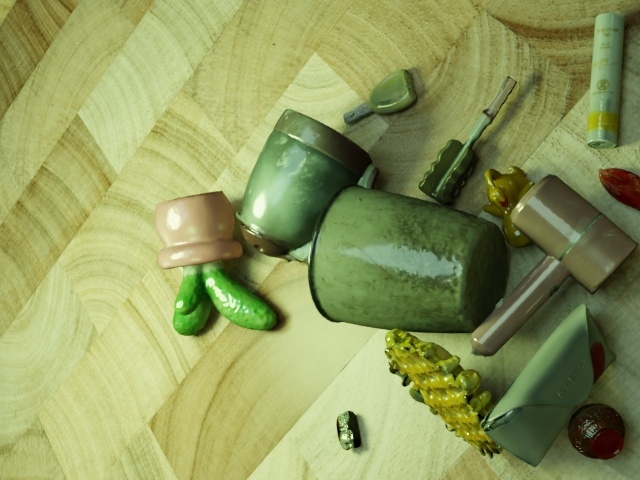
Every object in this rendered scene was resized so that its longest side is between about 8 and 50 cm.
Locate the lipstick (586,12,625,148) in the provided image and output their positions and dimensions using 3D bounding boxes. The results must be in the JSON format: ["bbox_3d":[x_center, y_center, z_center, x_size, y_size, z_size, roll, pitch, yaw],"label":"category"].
[{"bbox_3d":[0.555,-0.311,1.706,0.059,0.059,0.264,-1,78,37],"label":"lipstick"}]

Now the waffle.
[{"bbox_3d":[0.233,0.280,1.664,0.062,0.329,0.329,-41,51,-14],"label":"waffle"}]

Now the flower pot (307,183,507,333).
[{"bbox_3d":[0.185,0.052,1.762,0.330,0.293,0.294,11,84,31],"label":"flower pot"}]

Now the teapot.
[{"bbox_3d":[-0.022,-0.087,1.978,0.314,0.233,0.312,30,90,9],"label":"teapot"}]

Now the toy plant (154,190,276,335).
[{"bbox_3d":[-0.274,0.057,2.151,0.316,0.210,0.356,-10,84,33],"label":"toy plant"}]

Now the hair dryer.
[{"bbox_3d":[0.385,0.069,1.623,0.210,0.125,0.352,44,94,15],"label":"hair dryer"}]

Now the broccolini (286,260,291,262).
[{"bbox_3d":[-0.006,0.000,2.050,0.201,0.058,0.074,-14,76,35],"label":"broccolini"}]

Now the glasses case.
[{"bbox_3d":[0.417,0.251,1.535,0.308,0.128,0.083,-46,5,-22],"label":"glasses case"}]

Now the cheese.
[{"bbox_3d":[0.133,-0.322,2.045,0.192,0.037,0.097,-26,62,30],"label":"cheese"}]

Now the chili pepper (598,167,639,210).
[{"bbox_3d":[0.584,-0.089,1.630,0.059,0.050,0.191,-59,40,13],"label":"chili pepper"}]

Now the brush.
[{"bbox_3d":[0.320,-0.214,1.856,0.084,0.071,0.301,38,101,26],"label":"brush"}]

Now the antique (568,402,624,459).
[{"bbox_3d":[0.488,0.337,1.557,0.104,0.104,0.104,-11,71,35],"label":"antique"}]

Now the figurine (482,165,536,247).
[{"bbox_3d":[0.373,-0.069,1.738,0.121,0.122,0.176,-29,61,25],"label":"figurine"}]

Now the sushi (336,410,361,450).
[{"bbox_3d":[0.054,0.413,1.900,0.046,0.044,0.083,-24,62,29],"label":"sushi"}]
